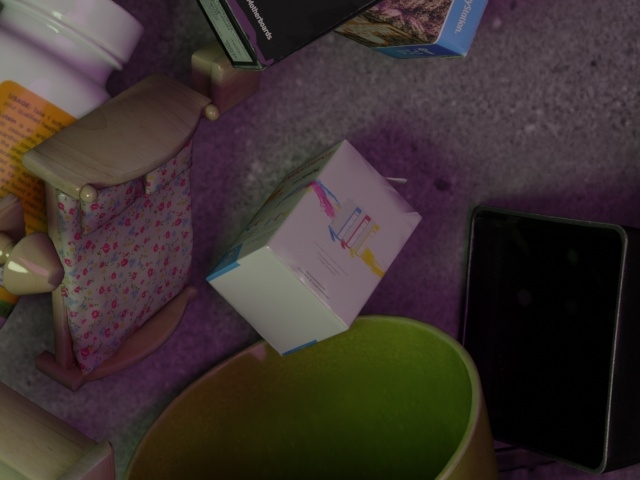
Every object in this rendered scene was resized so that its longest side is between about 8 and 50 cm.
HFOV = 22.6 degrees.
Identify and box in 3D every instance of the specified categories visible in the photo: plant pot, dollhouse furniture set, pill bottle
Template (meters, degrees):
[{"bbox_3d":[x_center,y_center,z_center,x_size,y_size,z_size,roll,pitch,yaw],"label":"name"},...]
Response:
[{"bbox_3d":[0.034,0.254,1.216,0.275,0.275,0.293,-32,121,-13],"label":"plant pot"},{"bbox_3d":[-0.115,0.078,1.125,0.355,0.174,0.303,-39,146,-39],"label":"dollhouse furniture set"},{"bbox_3d":[0.236,0.074,1.294,0.167,0.188,0.187,1,96,-31],"label":"plant pot"},{"bbox_3d":[-0.228,-0.069,1.133,0.136,0.136,0.245,31,86,-19],"label":"pill bottle"}]

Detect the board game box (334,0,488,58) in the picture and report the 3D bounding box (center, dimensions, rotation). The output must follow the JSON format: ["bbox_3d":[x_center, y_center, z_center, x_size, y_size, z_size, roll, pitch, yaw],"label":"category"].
[{"bbox_3d":[0.001,-0.295,1.185,0.291,0.141,0.232,21,89,-20],"label":"board game box"}]

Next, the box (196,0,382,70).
[{"bbox_3d":[-0.022,-0.303,1.059,0.242,0.076,0.307,-32,105,-13],"label":"box"}]

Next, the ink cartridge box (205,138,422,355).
[{"bbox_3d":[0.000,0.000,1.223,0.090,0.092,0.143,45,53,-14],"label":"ink cartridge box"}]
